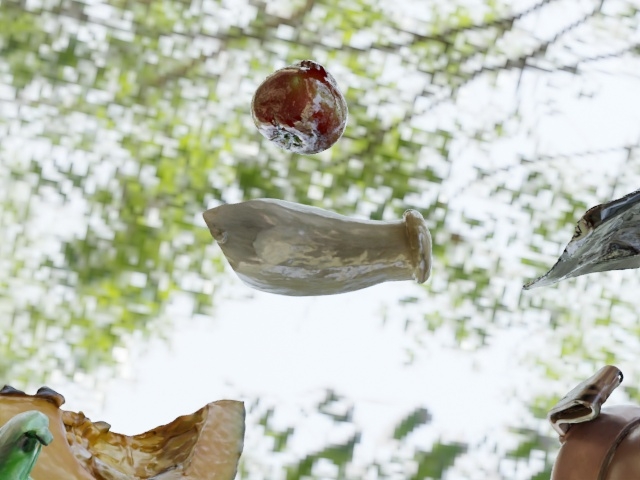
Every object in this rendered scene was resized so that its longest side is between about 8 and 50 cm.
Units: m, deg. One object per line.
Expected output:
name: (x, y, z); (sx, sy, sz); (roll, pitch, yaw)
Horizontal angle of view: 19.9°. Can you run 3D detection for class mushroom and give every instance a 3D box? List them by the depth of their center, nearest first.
mushroom: (-0.005, 0.009, 1.932); (0.096, 0.246, 0.108); (-96, -169, -73)

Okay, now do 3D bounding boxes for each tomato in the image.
tomato: (-0.016, -0.118, 1.614); (0.087, 0.087, 0.075); (-20, -136, 56)

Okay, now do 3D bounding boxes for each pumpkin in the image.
pumpkin: (-0.181, 0.227, 1.541); (0.148, 0.312, 0.169); (-54, -130, 32)

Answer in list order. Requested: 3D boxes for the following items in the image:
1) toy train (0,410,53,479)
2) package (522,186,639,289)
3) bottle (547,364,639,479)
toy train: (-0.220, 0.156, 0.865); (0.188, 0.132, 0.243); (-58, -166, 10)
package: (0.276, -0.010, 1.350); (0.154, 0.239, 0.030); (117, -40, -61)
bottle: (0.326, 0.208, 1.487); (0.296, 0.173, 0.206); (10, -47, 49)
